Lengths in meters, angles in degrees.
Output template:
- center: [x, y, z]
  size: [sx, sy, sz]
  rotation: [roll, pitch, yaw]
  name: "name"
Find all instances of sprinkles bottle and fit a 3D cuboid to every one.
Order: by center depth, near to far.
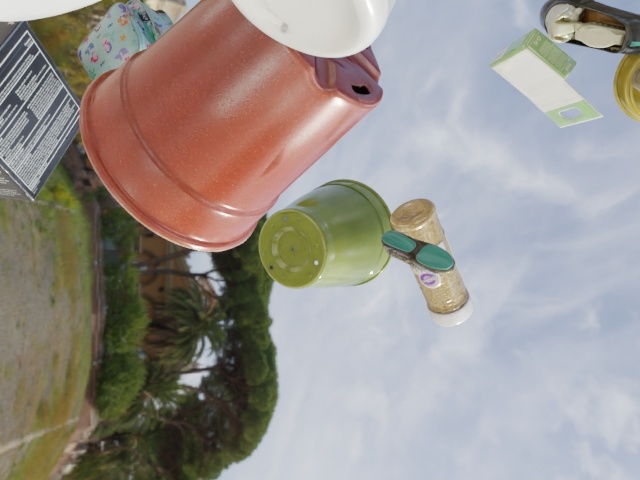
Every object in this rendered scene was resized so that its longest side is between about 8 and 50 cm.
- center: [0.295, 0.062, 1.519]
  size: [0.121, 0.121, 0.355]
  rotation: [37, -21, 58]
  name: "sprinkles bottle"

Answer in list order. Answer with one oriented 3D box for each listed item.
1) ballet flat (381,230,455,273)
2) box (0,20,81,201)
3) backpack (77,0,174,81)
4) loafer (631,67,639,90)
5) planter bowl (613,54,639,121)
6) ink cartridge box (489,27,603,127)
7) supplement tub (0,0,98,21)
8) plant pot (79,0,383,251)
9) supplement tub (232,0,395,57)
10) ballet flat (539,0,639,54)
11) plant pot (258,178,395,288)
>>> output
- center: [0.130, 0.021, 0.761]
  size: [0.114, 0.041, 0.041]
  rotation: [28, -65, 38]
  name: "ballet flat"
- center: [-0.736, -0.301, 1.329]
  size: [0.294, 0.182, 0.296]
  rotation: [76, 26, -55]
  name: "box"
- center: [-0.423, -0.411, 1.364]
  size: [0.225, 0.191, 0.254]
  rotation: [-36, -99, 24]
  name: "backpack"
- center: [0.650, -0.274, 1.072]
  size: [0.050, 0.147, 0.056]
  rotation: [-88, -160, -75]
  name: "loafer"
- center: [0.700, -0.303, 1.136]
  size: [0.090, 0.217, 0.217]
  rotation: [-69, -175, -49]
  name: "planter bowl"
- center: [0.510, -0.356, 1.294]
  size: [0.056, 0.235, 0.171]
  rotation: [-55, -172, -2]
  name: "ink cartridge box"
- center: [-0.184, -0.279, 0.291]
  size: [0.272, 0.191, 0.191]
  rotation: [61, -25, -10]
  name: "supplement tub"
- center: [-0.088, -0.167, 0.681]
  size: [0.265, 0.272, 0.273]
  rotation: [-33, -123, 32]
  name: "plant pot"
- center: [0.018, -0.270, 0.472]
  size: [0.144, 0.144, 0.200]
  rotation: [-8, -126, 63]
  name: "supplement tub"
- center: [0.523, -0.431, 1.154]
  size: [0.280, 0.096, 0.095]
  rotation: [41, -35, 50]
  name: "ballet flat"
- center: [0.000, 0.000, 1.814]
  size: [0.366, 0.353, 0.367]
  rotation: [5, -79, 29]
  name: "plant pot"
